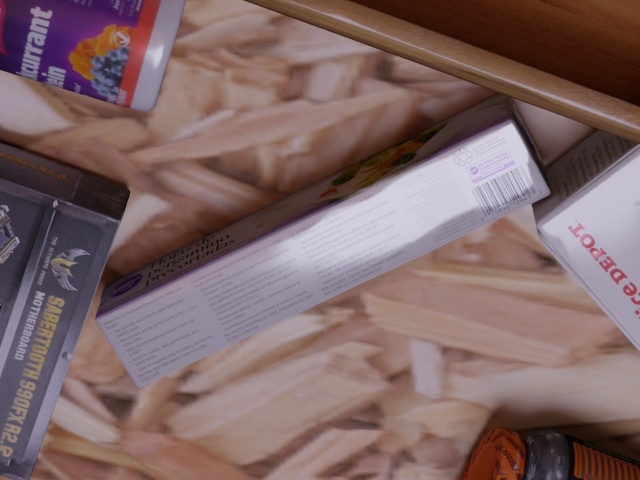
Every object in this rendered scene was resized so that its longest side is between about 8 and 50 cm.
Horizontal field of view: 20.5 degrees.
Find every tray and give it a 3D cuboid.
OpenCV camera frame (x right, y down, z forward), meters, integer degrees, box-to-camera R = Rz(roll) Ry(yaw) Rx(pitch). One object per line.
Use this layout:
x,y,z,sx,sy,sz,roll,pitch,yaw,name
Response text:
0.053,-0.221,1.080,0.411,0.076,0.203,19,89,-7,tray

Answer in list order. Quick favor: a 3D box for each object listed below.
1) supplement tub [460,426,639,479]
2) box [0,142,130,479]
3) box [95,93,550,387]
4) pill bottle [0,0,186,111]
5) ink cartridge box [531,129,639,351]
0.198,0.210,1.284,0.190,0.117,0.117,21,113,-8,supplement tub
-0.256,0.041,1.246,0.183,0.056,0.231,18,114,-8,box
0.000,0.000,1.221,0.324,0.063,0.067,-26,110,12,box
-0.185,-0.158,1.128,0.193,0.108,0.108,16,113,-6,pill bottle
0.262,-0.033,1.190,0.203,0.086,0.148,-37,108,17,ink cartridge box
